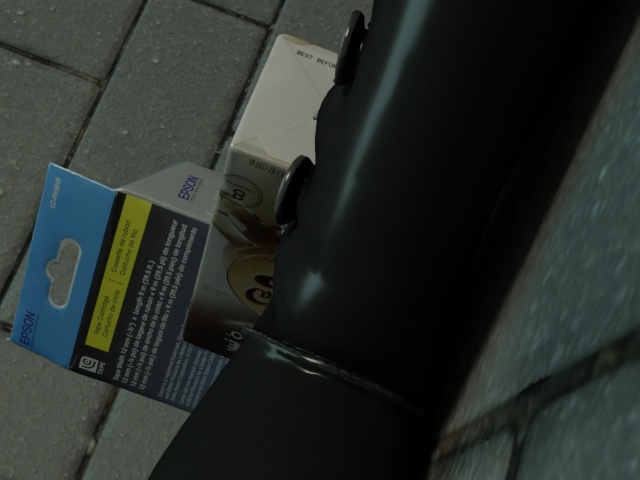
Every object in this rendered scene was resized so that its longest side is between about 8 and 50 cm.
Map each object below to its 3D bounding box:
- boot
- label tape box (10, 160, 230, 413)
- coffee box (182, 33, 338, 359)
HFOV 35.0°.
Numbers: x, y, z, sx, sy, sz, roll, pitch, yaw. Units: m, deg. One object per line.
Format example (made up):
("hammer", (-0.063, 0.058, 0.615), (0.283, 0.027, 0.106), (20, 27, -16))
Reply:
("boot", (0.044, -0.016, 0.474), (0.367, 0.146, 0.445), (-84, 19, -75))
("label tape box", (-0.130, 0.056, 1.083), (0.115, 0.348, 0.249), (-72, 4, -58))
("coffee box", (0.000, 0.000, 0.811), (0.297, 0.168, 0.118), (113, 177, -56))
